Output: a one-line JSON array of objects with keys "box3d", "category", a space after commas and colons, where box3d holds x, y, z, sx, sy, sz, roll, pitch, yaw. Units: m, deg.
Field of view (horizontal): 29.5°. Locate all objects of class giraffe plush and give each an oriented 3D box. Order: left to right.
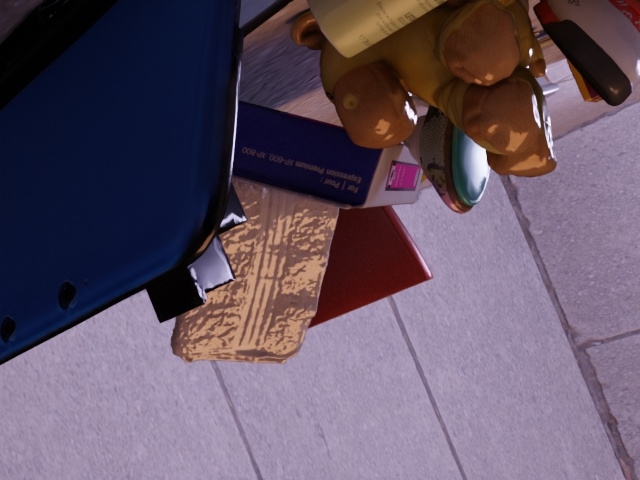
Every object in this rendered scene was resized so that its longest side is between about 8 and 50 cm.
[{"box3d": [0.073, -0.136, 0.915, 0.171, 0.181, 0.210, -12, -144, 17], "category": "giraffe plush"}]

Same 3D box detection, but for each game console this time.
[{"box3d": [-0.066, -0.066, 0.632, 0.250, 0.173, 0.293, -20, 177, -40], "category": "game console"}]

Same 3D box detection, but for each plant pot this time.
[{"box3d": [0.000, 0.000, 1.854, 0.267, 0.235, 0.267, -21, 178, 1], "category": "plant pot"}]

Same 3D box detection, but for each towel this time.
[{"box3d": [-0.090, 0.045, 1.620, 0.187, 0.282, 0.049, 3, -151, -19], "category": "towel"}]

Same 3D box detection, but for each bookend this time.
[{"box3d": [-0.149, -0.002, 1.451, 0.072, 0.156, 0.157, -24, 178, 34], "category": "bookend"}]

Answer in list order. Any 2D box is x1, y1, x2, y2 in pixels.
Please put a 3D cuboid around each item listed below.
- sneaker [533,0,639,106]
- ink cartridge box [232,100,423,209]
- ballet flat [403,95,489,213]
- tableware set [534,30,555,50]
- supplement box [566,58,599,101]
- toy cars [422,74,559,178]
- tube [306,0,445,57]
[{"box3d": [0.249, -0.197, 0.946, 0.145, 0.090, 0.270, -38, -171, 18], "category": "sneaker"}, {"box3d": [-0.016, -0.077, 1.072, 0.176, 0.069, 0.371, 16, -172, 11], "category": "ink cartridge box"}, {"box3d": [0.111, -0.116, 1.040, 0.079, 0.221, 0.077, -5, 148, 32], "category": "ballet flat"}, {"box3d": [0.282, -0.251, 1.453, 0.141, 0.020, 0.169, -21, 179, 32], "category": "tableware set"}, {"box3d": [0.471, -0.278, 1.802, 0.188, 0.080, 0.104, -24, 177, 22], "category": "supplement box"}, {"box3d": [0.204, -0.172, 1.787, 0.176, 0.087, 0.394, -27, 176, -17], "category": "toy cars"}, {"box3d": [0.104, -0.194, 0.743, 0.240, 0.062, 0.070, -28, -149, 16], "category": "tube"}]
